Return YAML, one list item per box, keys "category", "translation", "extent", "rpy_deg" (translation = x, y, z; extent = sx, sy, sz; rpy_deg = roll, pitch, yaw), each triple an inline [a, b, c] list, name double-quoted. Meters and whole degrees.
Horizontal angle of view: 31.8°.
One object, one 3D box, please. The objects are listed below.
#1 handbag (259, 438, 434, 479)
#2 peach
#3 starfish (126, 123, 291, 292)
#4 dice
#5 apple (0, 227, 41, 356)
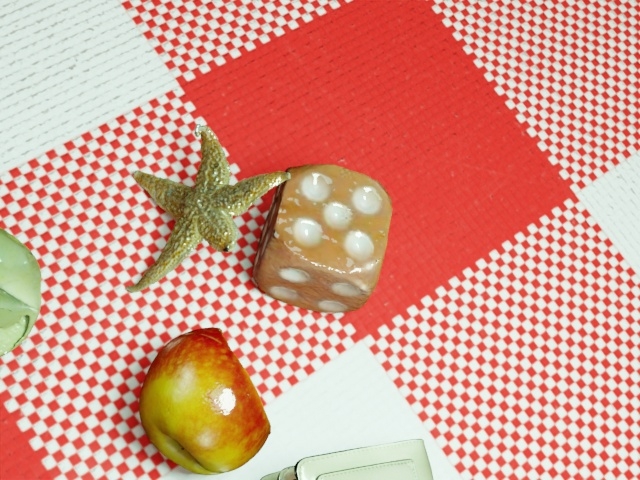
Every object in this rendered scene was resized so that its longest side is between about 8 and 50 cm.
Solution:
- category: "handbag"
  translation: [0.075, 0.463, 1.511]
  extent: [0.236, 0.160, 0.359]
  rpy_deg: [-5, 70, -26]
- category: "peach"
  translation: [-0.148, 0.214, 1.528]
  extent: [0.190, 0.190, 0.192]
  rpy_deg: [31, 62, -4]
- category: "starfish"
  translation: [-0.189, -0.050, 1.652]
  extent: [0.295, 0.048, 0.231]
  rpy_deg: [-41, 58, 9]
- category: "dice"
  translation: [0.000, 0.000, 1.677]
  extent: [0.179, 0.174, 0.175]
  rpy_deg: [13, 65, -8]
- category: "apple"
  translation: [-0.481, 0.067, 1.486]
  extent: [0.188, 0.173, 0.207]
  rpy_deg: [33, 52, -33]
